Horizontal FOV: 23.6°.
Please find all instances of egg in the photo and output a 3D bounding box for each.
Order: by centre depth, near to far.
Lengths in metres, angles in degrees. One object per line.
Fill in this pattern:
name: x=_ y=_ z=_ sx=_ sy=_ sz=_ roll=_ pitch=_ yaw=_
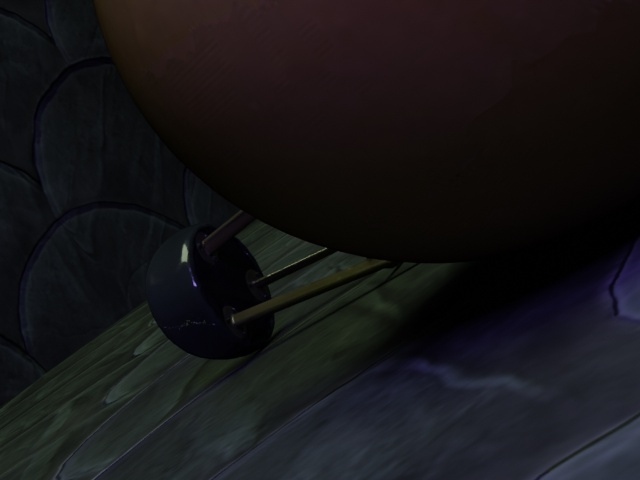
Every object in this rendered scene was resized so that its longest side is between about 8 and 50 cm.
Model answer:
egg: x=0.056 y=-0.140 z=0.650 sx=0.301 sy=0.301 sz=0.374 roll=-35 pitch=11 yaw=-18

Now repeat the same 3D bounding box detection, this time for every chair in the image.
chair: x=-0.001 y=0.000 z=0.987 sx=0.221 sy=0.104 sz=0.095 roll=-28 pitch=-20 yaw=21
